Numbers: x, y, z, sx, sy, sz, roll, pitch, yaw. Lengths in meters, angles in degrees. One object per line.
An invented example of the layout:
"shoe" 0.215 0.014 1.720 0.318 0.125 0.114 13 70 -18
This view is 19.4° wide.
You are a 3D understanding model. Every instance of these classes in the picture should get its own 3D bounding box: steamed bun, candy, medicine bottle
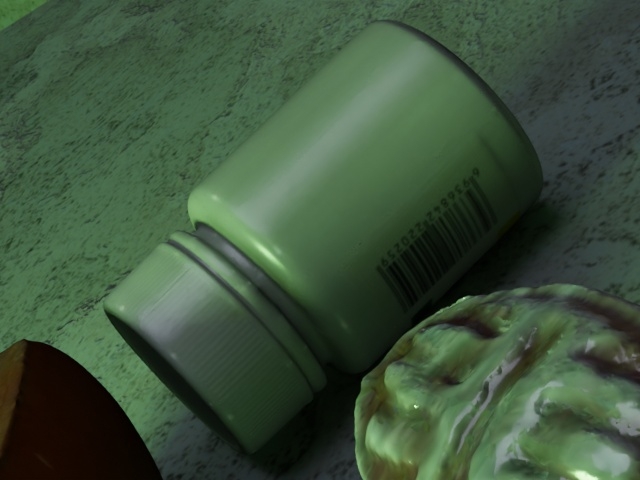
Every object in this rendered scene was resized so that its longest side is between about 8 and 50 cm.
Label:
"steamed bun" -0.224 0.251 1.387 0.235 0.248 0.379 -33 16 5
"candy" 0.151 0.140 1.191 0.289 0.157 0.214 19 75 52
"medicine bottle" 0.000 0.000 1.547 0.340 0.208 0.208 -44 27 -11
